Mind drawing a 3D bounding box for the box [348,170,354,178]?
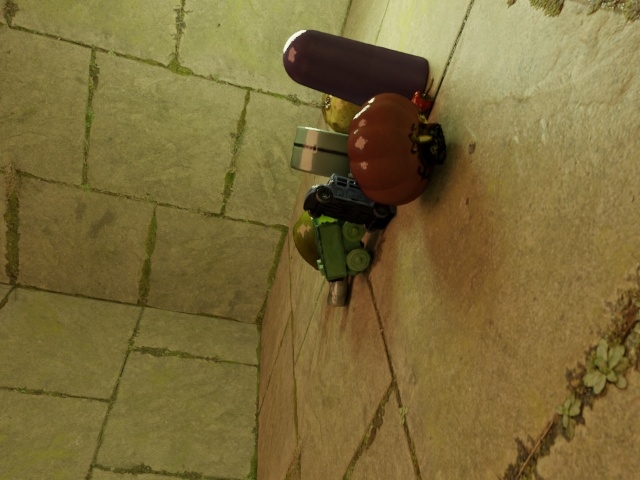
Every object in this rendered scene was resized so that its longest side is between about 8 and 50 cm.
[{"bbox_3d":[0.181,-0.258,1.681,0.227,0.162,0.130,-138,39,-77],"label":"box"}]

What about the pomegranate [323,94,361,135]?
[{"bbox_3d":[0.133,-0.534,2.028,0.260,0.260,0.261,-169,90,-78],"label":"pomegranate"}]

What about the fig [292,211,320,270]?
[{"bbox_3d":[0.000,0.000,2.202,0.239,0.239,0.271,133,133,-68],"label":"fig"}]

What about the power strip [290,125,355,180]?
[{"bbox_3d":[0.050,-0.323,1.933,0.357,0.357,0.162,-127,48,-75],"label":"power strip"}]

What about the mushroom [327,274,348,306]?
[{"bbox_3d":[0.076,0.152,1.997,0.092,0.081,0.223,-24,-54,-64],"label":"mushroom"}]

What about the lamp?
[{"bbox_3d":[0.209,-0.244,1.386,0.239,0.305,0.306,-4,69,32],"label":"lamp"}]

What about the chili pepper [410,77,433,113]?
[{"bbox_3d":[0.289,-0.379,1.588,0.272,0.063,0.071,109,179,-45],"label":"chili pepper"}]

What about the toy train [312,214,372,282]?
[{"bbox_3d":[0.073,0.007,1.837,0.159,0.188,0.272,-111,10,-67],"label":"toy train"}]

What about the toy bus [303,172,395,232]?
[{"bbox_3d":[0.095,-0.131,1.701,0.125,0.292,0.133,120,161,-58],"label":"toy bus"}]

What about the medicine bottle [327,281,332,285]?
[{"bbox_3d":[0.083,0.091,2.062,0.083,0.083,0.203,-97,21,-56],"label":"medicine bottle"}]

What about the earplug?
[{"bbox_3d":[0.102,-0.547,1.661,0.215,0.455,0.215,-167,90,-76],"label":"earplug"}]
